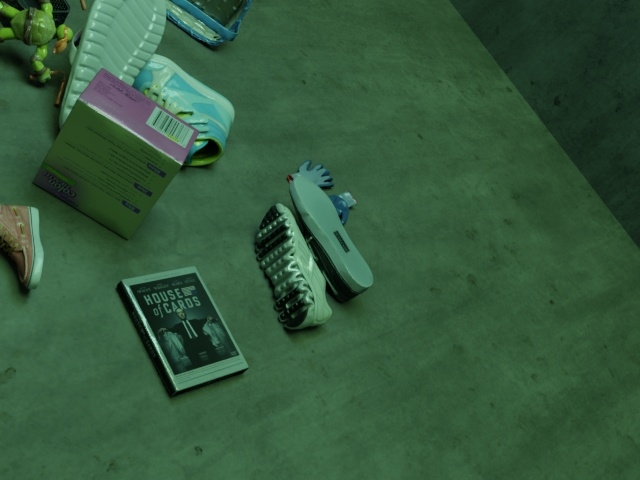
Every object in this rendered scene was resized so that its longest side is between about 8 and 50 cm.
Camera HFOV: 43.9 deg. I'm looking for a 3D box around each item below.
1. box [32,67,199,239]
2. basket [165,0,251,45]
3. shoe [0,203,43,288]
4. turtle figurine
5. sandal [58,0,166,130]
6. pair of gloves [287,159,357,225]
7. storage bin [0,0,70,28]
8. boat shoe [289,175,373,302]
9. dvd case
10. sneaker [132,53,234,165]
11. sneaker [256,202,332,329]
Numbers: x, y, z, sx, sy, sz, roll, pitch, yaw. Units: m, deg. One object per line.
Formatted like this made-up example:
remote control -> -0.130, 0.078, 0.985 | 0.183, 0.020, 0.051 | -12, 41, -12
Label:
box -> -0.387, -0.159, 1.502 | 0.213, 0.243, 0.117 | 32, 39, -15
basket -> -0.311, -0.628, 2.040 | 0.254, 0.201, 0.289 | 34, 29, -16
shoe -> -0.530, 0.007, 1.369 | 0.081, 0.063, 0.178 | 11, 44, -34
turtle figurine -> -0.601, -0.422, 1.619 | 0.217, 0.270, 0.087 | 7, 6, -11
sandal -> -0.458, -0.388, 1.669 | 0.169, 0.102, 0.416 | 39, 63, -45
pair of gloves -> 0.009, -0.120, 2.016 | 0.198, 0.023, 0.159 | 51, 40, 9
storage bin -> -0.650, -0.536, 1.739 | 0.122, 0.084, 0.180 | -20, 71, -50
boat shoe -> 0.002, -0.001, 1.833 | 0.306, 0.105, 0.113 | 56, 34, 4
dvd case -> -0.258, 0.164, 1.499 | 0.179, 0.029, 0.239 | -11, 64, -48
sneaker -> -0.335, -0.284, 1.765 | 0.319, 0.127, 0.208 | 23, 41, -25
sneaker -> -0.056, 0.058, 1.734 | 0.118, 0.110, 0.292 | 9, 58, -48
